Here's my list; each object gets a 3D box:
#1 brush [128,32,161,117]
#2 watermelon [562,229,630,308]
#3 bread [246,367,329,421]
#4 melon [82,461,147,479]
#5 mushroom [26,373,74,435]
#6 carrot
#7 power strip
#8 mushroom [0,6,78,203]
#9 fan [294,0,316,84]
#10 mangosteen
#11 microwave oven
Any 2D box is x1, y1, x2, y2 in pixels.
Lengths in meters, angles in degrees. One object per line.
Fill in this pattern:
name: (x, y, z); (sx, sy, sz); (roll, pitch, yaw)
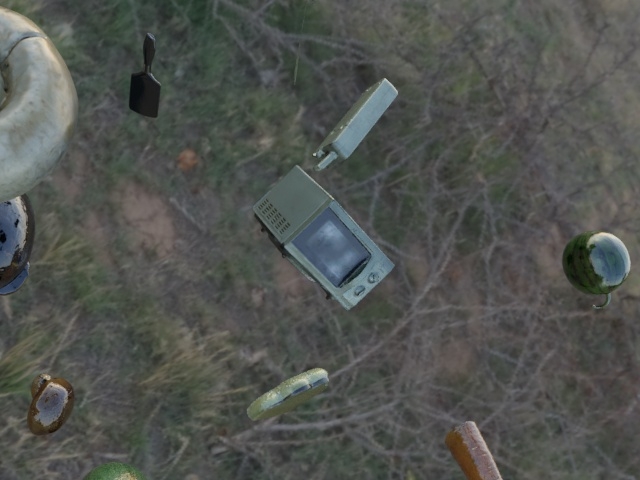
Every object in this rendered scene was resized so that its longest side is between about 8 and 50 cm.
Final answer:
brush: (-0.334, -0.316, 1.671); (0.062, 0.193, 0.016); (19, 48, 0)
watermelon: (0.412, 0.037, 1.289); (0.109, 0.109, 0.109); (27, 51, -39)
bread: (-0.070, 0.390, 2.228); (0.056, 0.207, 0.286); (58, 7, 14)
melon: (-0.435, 0.587, 1.860); (0.182, 0.182, 0.288); (22, 21, -41)
mushroom: (-0.529, 0.322, 1.685); (0.087, 0.127, 0.127); (20, 45, 5)
carrot: (0.272, 0.389, 1.372); (0.061, 0.061, 0.210); (15, 35, -45)
power strip: (0.066, -0.242, 1.907); (0.053, 0.093, 0.288); (45, 61, -15)
mushroom: (-0.369, -0.157, 0.972); (0.188, 0.195, 0.254); (8, 61, -13)
fan: (-0.009, -0.394, 1.264); (0.012, 0.415, 0.233); (5, 53, -7)
mangosteen: (-0.680, -0.005, 1.717); (0.302, 0.274, 0.275); (71, 18, -57)
microwave oven: (0.000, 0.000, 1.481); (0.205, 0.129, 0.163); (46, -1, -39)
